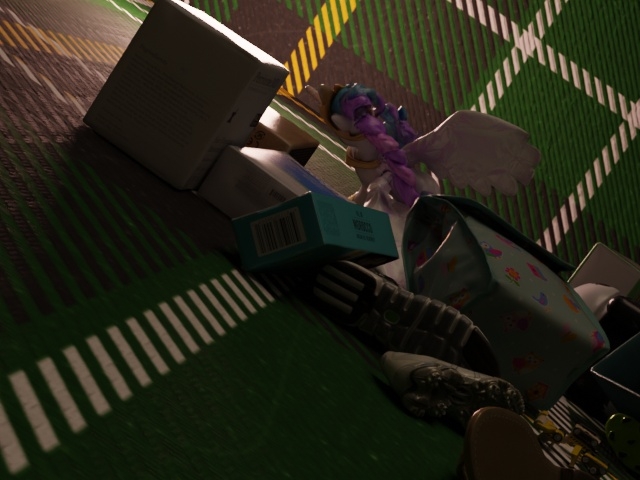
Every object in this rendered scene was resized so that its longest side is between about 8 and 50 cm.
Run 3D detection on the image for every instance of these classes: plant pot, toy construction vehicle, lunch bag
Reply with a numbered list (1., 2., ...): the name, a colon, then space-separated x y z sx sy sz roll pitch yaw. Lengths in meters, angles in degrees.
1. plant pot: 0.517 0.241 1.613 0.234 0.165 0.165 59 -9 -17
2. toy construction vehicle: 0.290 0.239 1.390 0.098 0.035 0.086 33 20 12
3. lunch bag: 0.226 0.061 1.557 0.223 0.160 0.262 31 24 -26

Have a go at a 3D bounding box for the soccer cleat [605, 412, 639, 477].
1. soccer cleat: 0.441 0.297 1.549 0.179 0.060 0.072 45 1 34

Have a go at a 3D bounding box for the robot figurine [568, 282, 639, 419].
1. robot figurine: 0.464 0.184 1.797 0.278 0.209 0.173 38 23 21

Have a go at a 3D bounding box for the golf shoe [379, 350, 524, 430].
1. golf shoe: 0.134 0.148 1.205 0.176 0.069 0.086 28 5 -38

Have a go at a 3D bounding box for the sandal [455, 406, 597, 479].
1. sandal: 0.157 0.206 1.031 0.079 0.088 0.240 1 -23 41

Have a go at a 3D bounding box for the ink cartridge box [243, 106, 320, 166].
1. ink cartridge box: -0.135 -0.175 1.799 0.234 0.088 0.193 34 11 8

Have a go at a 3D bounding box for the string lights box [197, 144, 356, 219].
1. string lights box: -0.049 -0.055 1.557 0.133 0.077 0.259 36 10 10

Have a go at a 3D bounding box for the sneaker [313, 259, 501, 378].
1. sneaker: 0.105 0.090 1.338 0.228 0.086 0.132 34 7 6

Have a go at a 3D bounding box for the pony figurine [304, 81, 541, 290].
1. pony figurine: 0.136 -0.077 1.838 0.351 0.303 0.363 38 -11 25

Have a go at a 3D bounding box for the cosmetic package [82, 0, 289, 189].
1. cosmetic package: -0.161 -0.177 1.461 0.151 0.184 0.151 35 10 8

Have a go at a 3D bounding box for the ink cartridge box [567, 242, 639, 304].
1. ink cartridge box: 0.539 0.133 2.232 0.117 0.201 0.278 40 10 28

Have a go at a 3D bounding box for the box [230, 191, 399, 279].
1. box: 0.000 0.000 1.343 0.244 0.100 0.060 11 62 -67
